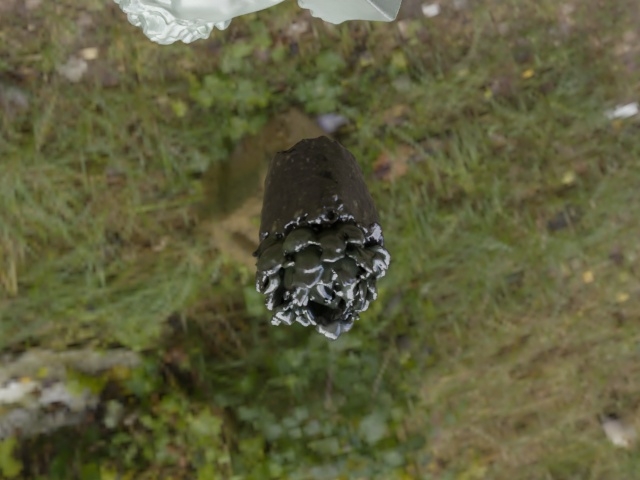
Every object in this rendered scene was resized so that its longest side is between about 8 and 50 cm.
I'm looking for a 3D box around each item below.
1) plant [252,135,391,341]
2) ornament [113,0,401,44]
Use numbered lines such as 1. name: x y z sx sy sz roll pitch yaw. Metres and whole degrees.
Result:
1. plant: 0.000 0.000 0.956 0.092 0.143 0.094 -20 139 22
2. ornament: -0.055 -0.246 1.214 0.285 0.120 0.130 0 160 18
